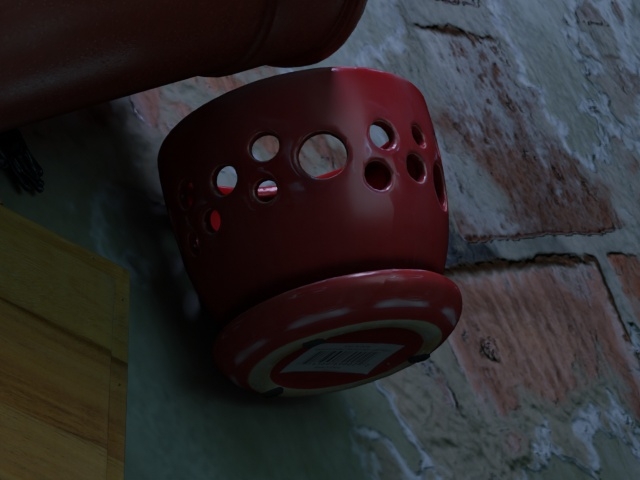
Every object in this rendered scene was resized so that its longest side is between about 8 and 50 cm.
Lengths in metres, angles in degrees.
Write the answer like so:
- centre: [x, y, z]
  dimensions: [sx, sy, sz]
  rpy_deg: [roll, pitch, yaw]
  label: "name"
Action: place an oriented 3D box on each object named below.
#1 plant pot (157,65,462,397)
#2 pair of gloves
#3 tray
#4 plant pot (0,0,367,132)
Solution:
- centre: [0.000, 0.000, 1.246]
  dimensions: [0.191, 0.191, 0.174]
  rpy_deg: [11, 55, -47]
  label: "plant pot"
- centre: [-0.214, -0.055, 1.188]
  dimensions: [0.074, 0.010, 0.083]
  rpy_deg: [56, 30, 4]
  label: "pair of gloves"
- centre: [-0.281, 0.026, 0.976]
  dimensions: [0.411, 0.076, 0.202]
  rpy_deg: [29, 41, -33]
  label: "tray"
- centre: [-0.154, -0.193, 1.136]
  dimensions: [0.265, 0.272, 0.272]
  rpy_deg: [-25, 81, -32]
  label: "plant pot"
